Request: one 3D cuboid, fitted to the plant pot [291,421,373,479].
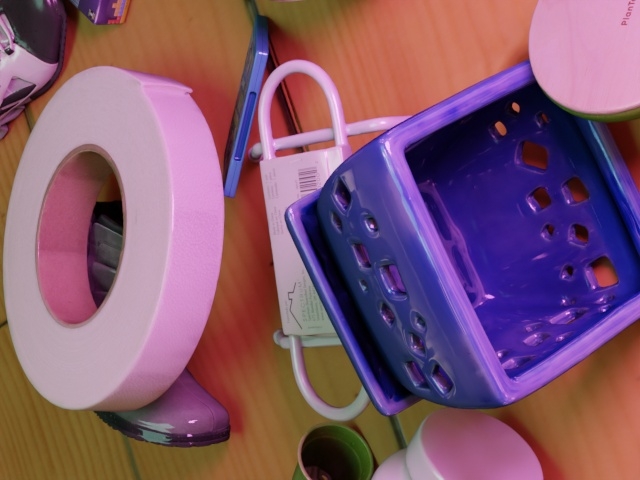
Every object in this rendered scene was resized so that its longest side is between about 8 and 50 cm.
[{"bbox_3d":[0.004,0.246,1.661,0.083,0.083,0.079,62,147,22],"label":"plant pot"}]

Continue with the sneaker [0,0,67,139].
[{"bbox_3d":[-0.441,-0.223,2.043,0.330,0.146,0.122,-46,61,42],"label":"sneaker"}]

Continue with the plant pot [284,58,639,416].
[{"bbox_3d":[0.121,0.007,1.339,0.212,0.236,0.236,-26,91,55],"label":"plant pot"}]

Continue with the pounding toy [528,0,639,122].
[{"bbox_3d":[0.287,-0.179,1.251,0.237,0.110,0.183,-49,44,9],"label":"pounding toy"}]

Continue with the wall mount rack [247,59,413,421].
[{"bbox_3d":[0.000,0.000,1.586,0.304,0.130,0.350,-7,90,47],"label":"wall mount rack"}]

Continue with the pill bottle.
[{"bbox_3d":[0.098,0.291,1.493,0.153,0.153,0.265,51,131,31],"label":"pill bottle"}]

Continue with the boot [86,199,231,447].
[{"bbox_3d":[-0.218,0.089,1.864,0.338,0.118,0.223,27,111,39],"label":"boot"}]

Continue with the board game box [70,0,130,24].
[{"bbox_3d":[-0.269,-0.366,1.888,0.141,0.048,0.170,44,128,37],"label":"board game box"}]

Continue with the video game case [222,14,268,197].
[{"bbox_3d":[-0.080,-0.144,1.680,0.119,0.015,0.166,-94,17,-64],"label":"video game case"}]

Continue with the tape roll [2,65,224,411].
[{"bbox_3d":[-0.241,-0.002,1.776,0.392,0.072,0.392,-11,76,52],"label":"tape roll"}]
